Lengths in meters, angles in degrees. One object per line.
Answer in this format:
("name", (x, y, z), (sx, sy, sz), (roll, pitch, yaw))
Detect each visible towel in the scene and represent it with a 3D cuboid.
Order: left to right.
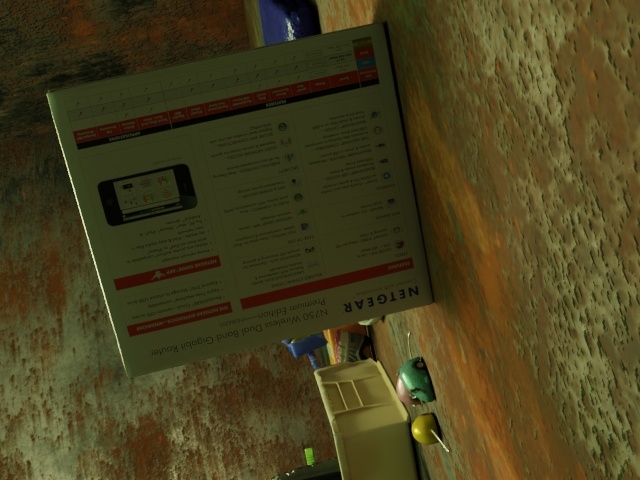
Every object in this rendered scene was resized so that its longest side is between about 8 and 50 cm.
("towel", (-0.032, -0.277, 1.357), (0.227, 0.076, 0.308), (-123, 20, -57))

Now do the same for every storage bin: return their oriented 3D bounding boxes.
("storage bin", (0.084, 0.369, 1.321), (0.260, 0.123, 0.262), (-121, 18, -74))

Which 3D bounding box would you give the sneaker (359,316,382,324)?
("sneaker", (0.014, 0.071, 1.171), (0.235, 0.153, 0.094), (89, 169, -66))

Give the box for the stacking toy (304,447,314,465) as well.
("stacking toy", (0.069, 0.553, 1.711), (0.052, 0.167, 0.221), (92, 166, -71))

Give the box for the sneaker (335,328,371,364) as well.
("sneaker", (0.067, 0.251, 1.459), (0.063, 0.075, 0.170), (-130, 40, -83))

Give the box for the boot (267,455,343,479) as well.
("boot", (0.017, 0.590, 1.578), (0.131, 0.348, 0.260), (23, -132, -51))

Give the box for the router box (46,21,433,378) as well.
("router box", (-0.075, -0.044, 0.812), (0.082, 0.336, 0.301), (-125, 23, -75))

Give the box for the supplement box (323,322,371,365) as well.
("supplement box", (0.067, 0.270, 1.534), (0.080, 0.078, 0.233), (-143, 40, -78))

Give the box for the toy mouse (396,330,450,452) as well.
("toy mouse", (0.118, 0.189, 0.995), (0.161, 0.031, 0.143), (137, 120, -85))

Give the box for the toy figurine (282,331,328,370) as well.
("toy figurine", (-0.010, 0.125, 1.383), (0.362, 0.191, 0.217), (167, 89, -80))
